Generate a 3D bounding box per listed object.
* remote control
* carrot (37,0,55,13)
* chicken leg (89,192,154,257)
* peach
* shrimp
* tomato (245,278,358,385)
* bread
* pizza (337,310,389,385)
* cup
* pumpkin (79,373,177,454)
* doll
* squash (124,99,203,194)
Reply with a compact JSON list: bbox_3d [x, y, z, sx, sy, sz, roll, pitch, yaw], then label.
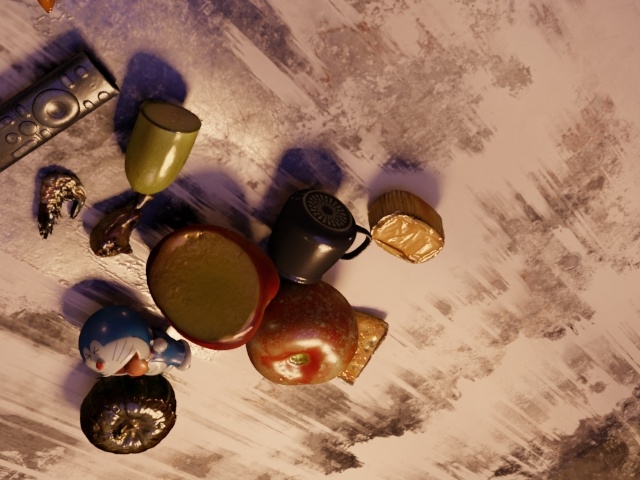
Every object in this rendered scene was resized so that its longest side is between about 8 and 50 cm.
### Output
[{"bbox_3d":[-0.544,-0.201,1.371,0.377,0.044,0.107,-32,142,5],"label":"remote control"},{"bbox_3d":[-0.407,-0.439,1.058,0.062,0.066,0.271,31,134,12],"label":"carrot"},{"bbox_3d":[-0.400,-0.031,1.566,0.093,0.070,0.178,38,97,-13],"label":"chicken leg"},{"bbox_3d":[-0.239,0.096,1.618,0.274,0.249,0.245,36,151,-5],"label":"peach"},{"bbox_3d":[-0.515,-0.062,1.513,0.091,0.034,0.161,7,125,-27],"label":"shrimp"},{"bbox_3d":[-0.046,0.205,1.792,0.270,0.223,0.270,3,135,3],"label":"tomato"},{"bbox_3d":[0.196,-0.035,1.756,0.190,0.114,0.132,33,122,-28],"label":"bread"},{"bbox_3d":[0.054,0.256,1.976,0.204,0.080,0.188,28,92,-25],"label":"pizza"},{"bbox_3d":[0.000,0.000,1.668,0.223,0.169,0.177,16,127,-26],"label":"cup"},{"bbox_3d":[-0.462,0.421,1.856,0.237,0.159,0.238,-7,129,-9],"label":"pumpkin"},{"bbox_3d":[-0.423,0.248,1.730,0.215,0.161,0.256,-26,142,38],"label":"doll"},{"bbox_3d":[-0.311,-0.164,1.448,0.123,0.123,0.187,13,122,-29],"label":"squash"}]
